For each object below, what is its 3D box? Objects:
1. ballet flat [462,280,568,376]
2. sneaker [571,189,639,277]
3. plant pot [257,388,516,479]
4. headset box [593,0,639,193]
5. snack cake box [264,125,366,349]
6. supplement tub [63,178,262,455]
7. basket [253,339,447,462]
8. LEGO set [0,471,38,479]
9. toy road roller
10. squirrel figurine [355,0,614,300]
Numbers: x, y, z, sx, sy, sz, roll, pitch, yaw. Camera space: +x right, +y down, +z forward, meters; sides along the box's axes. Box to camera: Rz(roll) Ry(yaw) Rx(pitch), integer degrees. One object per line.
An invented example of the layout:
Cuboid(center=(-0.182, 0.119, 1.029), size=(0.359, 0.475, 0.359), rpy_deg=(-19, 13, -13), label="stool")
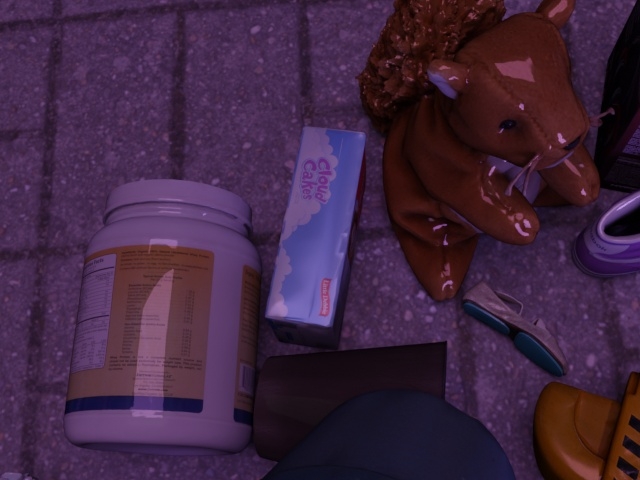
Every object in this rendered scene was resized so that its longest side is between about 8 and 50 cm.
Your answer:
Cuboid(center=(0.268, 0.112, 1.081), size=(0.168, 0.057, 0.052), rpy_deg=(37, 68, 15), label="ballet flat")
Cuboid(center=(0.481, -0.029, 1.055), size=(0.282, 0.161, 0.102), rpy_deg=(-19, 69, -3), label="sneaker")
Cuboid(center=(0.052, 0.316, 0.772), size=(0.340, 0.334, 0.342), rpy_deg=(4, 103, 17), label="plant pot")
Cuboid(center=(0.449, -0.213, 1.049), size=(0.110, 0.293, 0.218), rpy_deg=(11, 73, 8), label="headset box")
Cuboid(center=(0.000, 0.000, 1.088), size=(0.089, 0.152, 0.265), rpy_deg=(8, 72, 8), label="snack cake box")
Cuboid(center=(-0.191, 0.103, 1.028), size=(0.228, 0.228, 0.317), rpy_deg=(1, 71, 5), label="supplement tub")
Cuboid(center=(0.041, 0.215, 1.016), size=(0.226, 0.154, 0.205), rpy_deg=(3, 58, 10), label="basket")
Cuboid(center=(-0.398, 0.419, 1.007), size=(0.107, 0.132, 0.287), rpy_deg=(8, 95, 25), label="LEGO set")
Cuboid(center=(0.347, 0.304, 0.939), size=(0.240, 0.202, 0.330), rpy_deg=(16, 68, 22), label="toy road roller")
Cuboid(center=(0.179, -0.177, 1.017), size=(0.281, 0.370, 0.397), rpy_deg=(-28, 71, -5), label="squirrel figurine")
